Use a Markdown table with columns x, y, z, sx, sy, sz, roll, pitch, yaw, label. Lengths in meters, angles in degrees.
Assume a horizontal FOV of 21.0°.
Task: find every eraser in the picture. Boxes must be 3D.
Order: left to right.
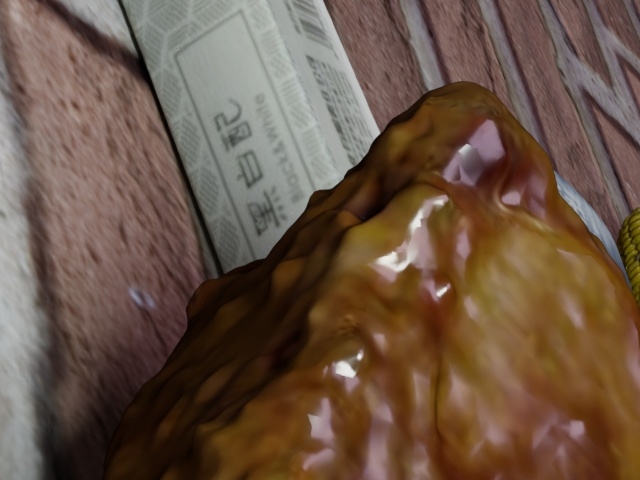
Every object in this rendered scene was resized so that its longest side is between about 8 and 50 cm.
| x | y | z | sx | sy | sz | roll | pitch | yaw | label |
| --- | --- | --- | --- | --- | --- | --- | --- | --- | --- |
| 0.000 | 0.000 | 1.009 | 0.098 | 0.096 | 0.403 | 18 | 47 | -60 | eraser |

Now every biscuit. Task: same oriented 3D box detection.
| x | y | z | sx | sy | sz | roll | pitch | yaw | label |
| --- | --- | --- | --- | --- | --- | --- | --- | --- | --- |
| 0.049 | 0.178 | 0.712 | 0.342 | 0.166 | 0.395 | 50 | 43 | -17 | biscuit |

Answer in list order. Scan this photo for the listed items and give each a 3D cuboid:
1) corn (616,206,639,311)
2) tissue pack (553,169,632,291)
| x | y | z | sx | sy | sz | roll | pitch | yaw | label |
| --- | --- | --- | --- | --- | --- | --- | --- | --- | --- |
| 0.341 | 0.090 | 1.587 | 0.115 | 0.115 | 0.317 | 43 | 28 | -33 | corn |
| 0.161 | 0.101 | 1.193 | 0.259 | 0.122 | 0.361 | 36 | 30 | -47 | tissue pack |
